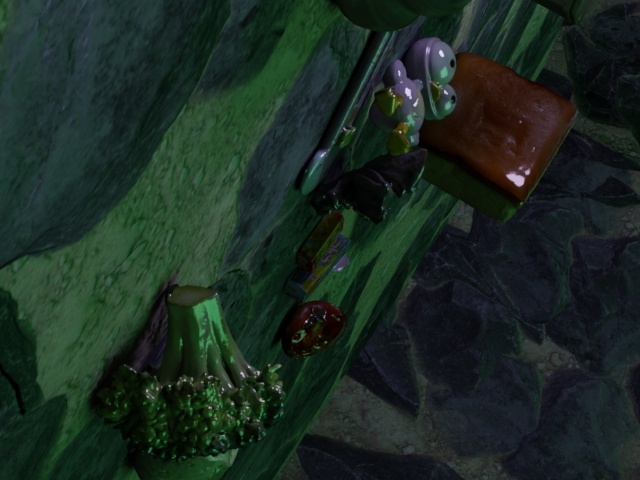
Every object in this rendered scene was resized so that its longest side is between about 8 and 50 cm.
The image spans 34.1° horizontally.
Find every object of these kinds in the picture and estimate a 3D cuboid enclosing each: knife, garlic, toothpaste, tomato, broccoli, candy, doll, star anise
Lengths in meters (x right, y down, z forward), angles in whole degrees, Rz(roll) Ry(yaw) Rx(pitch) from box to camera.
[{"bbox_3d":[0.067,-0.248,1.731,0.399,0.038,0.132,-64,170,21],"label":"knife"},{"bbox_3d":[0.116,-0.401,1.374,0.292,0.210,0.238,-36,120,-54],"label":"garlic"},{"bbox_3d":[0.003,0.058,2.159,0.193,0.070,0.044,-49,166,-43],"label":"toothpaste"},{"bbox_3d":[-0.027,0.189,2.334,0.159,0.091,0.139,-26,146,-18],"label":"tomato"},{"bbox_3d":[-0.186,0.179,1.465,0.247,0.262,0.244,-120,-153,-66],"label":"broccoli"},{"bbox_3d":[0.000,0.000,2.081,0.122,0.038,0.062,-55,168,-21],"label":"candy"},{"bbox_3d":[0.174,-0.267,1.896,0.365,0.094,0.160,-43,123,-54],"label":"doll"},{"bbox_3d":[0.088,-0.086,1.889,0.198,0.111,0.257,-23,-178,-31],"label":"star anise"}]

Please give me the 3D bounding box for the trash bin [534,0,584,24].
[{"bbox_3d":[0.403,-0.518,1.953,0.121,0.247,0.243,-61,168,11],"label":"trash bin"}]

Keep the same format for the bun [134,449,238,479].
[{"bbox_3d":[-0.208,0.333,1.764,0.244,0.153,0.244,-51,164,-21],"label":"bun"}]

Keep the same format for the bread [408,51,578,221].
[{"bbox_3d":[0.365,-0.238,2.329,0.333,0.323,0.143,-54,167,-32],"label":"bread"}]
